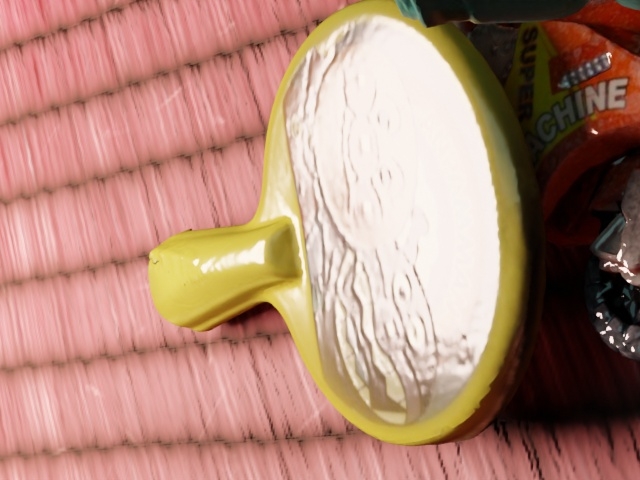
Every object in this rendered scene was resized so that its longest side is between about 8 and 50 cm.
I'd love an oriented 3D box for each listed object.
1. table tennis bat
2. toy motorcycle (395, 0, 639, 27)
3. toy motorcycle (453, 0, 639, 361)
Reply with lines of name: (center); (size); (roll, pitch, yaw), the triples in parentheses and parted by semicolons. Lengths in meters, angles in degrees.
table tennis bat: (0.000, 0.000, 0.982); (0.368, 0.054, 0.224); (-13, 86, 59)
toy motorcycle: (0.168, -0.144, 0.745); (0.296, 0.109, 0.198); (-11, 33, 4)
toy motorcycle: (0.132, -0.077, 0.887); (0.171, 0.089, 0.298); (-55, 44, 21)
